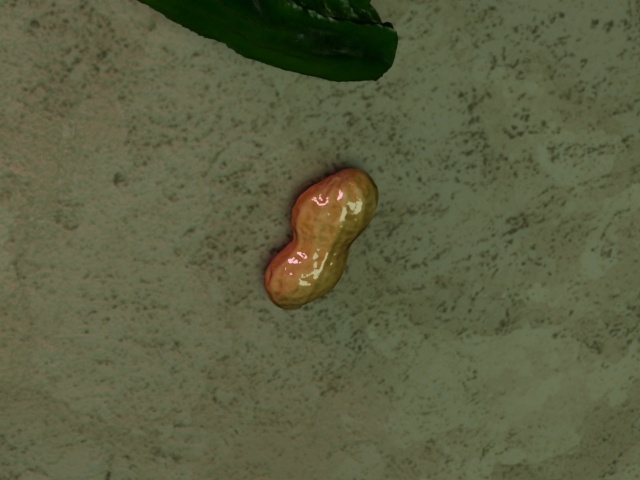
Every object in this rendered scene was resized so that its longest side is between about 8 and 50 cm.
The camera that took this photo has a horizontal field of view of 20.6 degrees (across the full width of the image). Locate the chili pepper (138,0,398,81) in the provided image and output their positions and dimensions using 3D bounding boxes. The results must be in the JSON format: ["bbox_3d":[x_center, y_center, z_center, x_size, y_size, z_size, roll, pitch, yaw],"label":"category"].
[{"bbox_3d":[-0.069,-0.295,1.846,0.385,0.167,0.213,21,111,-27],"label":"chili pepper"}]

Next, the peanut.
[{"bbox_3d":[-0.002,-0.001,2.040,0.089,0.089,0.193,22,105,-22],"label":"peanut"}]
